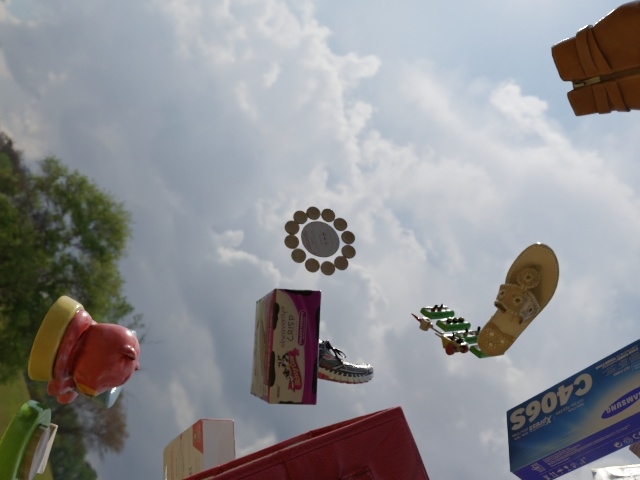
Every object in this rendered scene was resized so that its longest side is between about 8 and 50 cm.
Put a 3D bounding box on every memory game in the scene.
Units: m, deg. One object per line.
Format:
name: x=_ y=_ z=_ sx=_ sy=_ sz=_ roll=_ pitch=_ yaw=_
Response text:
memory game: x=0.000 y=0.000 z=1.616 sx=0.186 sy=0.186 sz=0.012 roll=63 pitch=-30 yaw=17

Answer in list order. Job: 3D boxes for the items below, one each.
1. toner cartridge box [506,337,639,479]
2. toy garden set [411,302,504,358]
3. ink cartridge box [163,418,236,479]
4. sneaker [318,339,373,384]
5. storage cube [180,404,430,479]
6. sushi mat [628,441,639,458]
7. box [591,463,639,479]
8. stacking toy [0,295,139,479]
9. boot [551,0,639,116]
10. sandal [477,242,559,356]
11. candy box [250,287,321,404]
toner cartridge box: x=0.535 y=0.352 z=1.363 sx=0.075 sy=0.165 sz=0.348 roll=37 pitch=-56 yaw=-17
toy garden set: x=0.369 y=0.242 z=1.886 sx=0.244 sy=0.204 sz=0.049 roll=38 pitch=-63 yaw=45
ink cartridge box: x=-0.220 y=0.404 z=1.211 sx=0.198 sy=0.067 sz=0.115 roll=-43 pitch=-134 yaw=46
sneaker: x=0.018 y=0.332 z=1.876 sx=0.121 sy=0.299 sz=0.112 roll=-13 pitch=-118 yaw=63
storage cube: x=-0.024 y=0.244 z=0.463 sx=0.215 sy=0.184 sz=0.193 roll=-43 pitch=-117 yaw=62
sushi mat: x=0.756 y=0.332 z=1.322 sx=0.151 sy=0.019 sz=0.316 roll=36 pitch=-77 yaw=35
box: x=0.565 y=0.489 z=0.993 sx=0.257 sy=0.079 sz=0.322 roll=-12 pitch=-87 yaw=18
stacking toy: x=-0.353 y=0.246 z=1.012 sx=0.309 sy=0.130 sz=0.279 roll=123 pitch=-16 yaw=-75
boot: x=0.497 y=-0.221 z=1.027 sx=0.220 sy=0.109 sz=0.283 roll=-18 pitch=-65 yaw=36
sandal: x=0.342 y=0.122 z=1.184 sx=0.088 sy=0.079 sz=0.240 roll=29 pitch=-60 yaw=13
candy box: x=-0.057 y=0.161 z=1.023 sx=0.233 sy=0.071 sz=0.159 roll=137 pitch=-44 yaw=-75
